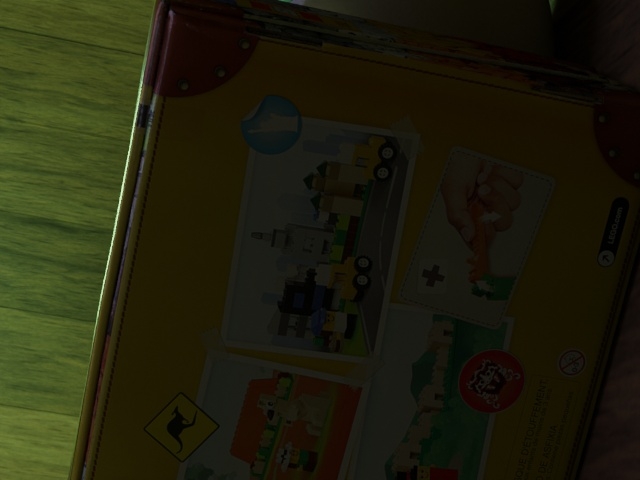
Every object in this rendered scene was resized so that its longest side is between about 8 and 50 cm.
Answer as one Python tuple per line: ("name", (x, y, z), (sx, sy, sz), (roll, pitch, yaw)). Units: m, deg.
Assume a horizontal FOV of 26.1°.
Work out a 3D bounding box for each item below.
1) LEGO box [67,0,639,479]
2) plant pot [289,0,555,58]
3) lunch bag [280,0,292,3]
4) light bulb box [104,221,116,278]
("LEGO box", (0.010, 0.085, 1.077), (0.193, 0.373, 0.500), (-113, 35, -74))
("plant pot", (0.099, -0.138, 1.244), (0.191, 0.284, 0.284), (62, 161, 11))
("lunch bag", (-0.029, -0.411, 1.840), (0.279, 0.108, 0.224), (-13, 50, 64))
("light bulb box", (-0.092, 0.144, 1.659), (0.361, 0.358, 0.225), (-105, 24, -68))
